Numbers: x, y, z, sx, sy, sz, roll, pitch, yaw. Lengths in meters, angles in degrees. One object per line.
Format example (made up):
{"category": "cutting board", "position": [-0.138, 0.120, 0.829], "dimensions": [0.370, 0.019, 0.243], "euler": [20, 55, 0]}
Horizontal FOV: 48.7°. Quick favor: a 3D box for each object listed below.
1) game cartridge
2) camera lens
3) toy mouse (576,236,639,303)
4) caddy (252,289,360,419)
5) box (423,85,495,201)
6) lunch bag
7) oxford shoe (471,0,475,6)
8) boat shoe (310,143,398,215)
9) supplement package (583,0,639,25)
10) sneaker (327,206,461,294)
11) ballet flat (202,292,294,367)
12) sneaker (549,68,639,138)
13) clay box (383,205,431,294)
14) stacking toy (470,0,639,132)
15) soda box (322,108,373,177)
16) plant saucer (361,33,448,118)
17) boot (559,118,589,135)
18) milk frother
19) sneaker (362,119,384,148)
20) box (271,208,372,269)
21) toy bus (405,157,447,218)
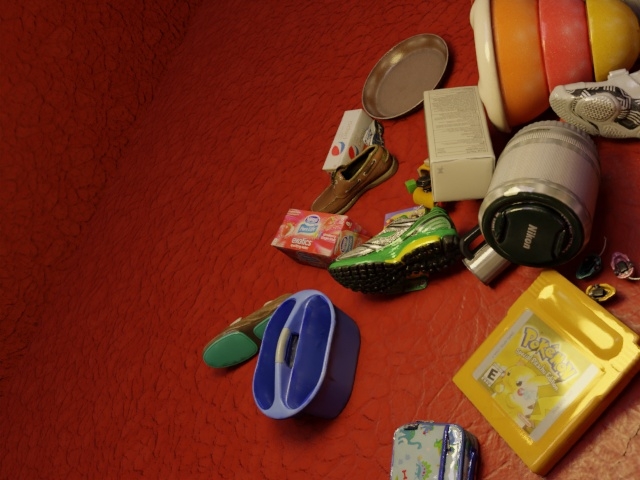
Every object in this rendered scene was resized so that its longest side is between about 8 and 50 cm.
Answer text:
{"category": "game cartridge", "position": [0.446, 0.248, 1.407], "dimensions": [0.323, 0.053, 0.285], "euler": [-54, 39, 11]}
{"category": "camera lens", "position": [0.464, -0.095, 1.482], "dimensions": [0.219, 0.219, 0.274], "euler": [-14, 33, 39]}
{"category": "toy mouse", "position": [0.583, 0.061, 1.441], "dimensions": [0.161, 0.031, 0.143], "euler": [-17, 52, 42]}
{"category": "caddy", "position": [-0.045, 0.293, 1.786], "dimensions": [0.241, 0.179, 0.341], "euler": [-13, 54, 40]}
{"category": "box", "position": [0.327, -0.237, 1.698], "dimensions": [0.148, 0.121, 0.311], "euler": [-3, 42, 9]}
{"category": "lunch bag", "position": [0.230, 0.483, 1.447], "dimensions": [0.176, 0.090, 0.218], "euler": [-8, 58, 38]}
{"category": "oxford shoe", "position": [0.547, -0.781, 2.048], "dimensions": [0.271, 0.097, 0.098], "euler": [-30, 39, 27]}
{"category": "boat shoe", "position": [0.075, -0.174, 2.064], "dimensions": [0.307, 0.104, 0.110], "euler": [-38, 42, 18]}
{"category": "supplement package", "position": [0.686, -0.613, 1.704], "dimensions": [0.203, 0.194, 0.149], "euler": [1, 63, 46]}
{"category": "sneaker", "position": [0.177, 0.027, 1.735], "dimensions": [0.344, 0.134, 0.146], "euler": [-19, 46, 21]}
{"category": "ballet flat", "position": [-0.192, 0.250, 2.033], "dimensions": [0.342, 0.116, 0.124], "euler": [-35, 23, 22]}
{"category": "sneaker", "position": [0.694, -0.330, 1.510], "dimensions": [0.366, 0.137, 0.210], "euler": [14, 69, 31]}
{"category": "clay box", "position": [0.219, 0.024, 1.817], "dimensions": [0.128, 0.053, 0.222], "euler": [-14, 53, 37]}
{"category": "stacking toy", "position": [0.612, -0.455, 1.649], "dimensions": [0.480, 0.350, 0.350], "euler": [-7, 56, 20]}
{"category": "soda box", "position": [0.086, -0.293, 2.169], "dimensions": [0.074, 0.069, 0.216], "euler": [1, 64, 46]}
{"category": "plant saucer", "position": [0.263, -0.488, 2.151], "dimensions": [0.311, 0.050, 0.310], "euler": [-25, 47, 30]}
{"category": "boot", "position": [0.582, -0.252, 1.634], "dimensions": [0.059, 0.085, 0.157], "euler": [-32, 42, 27]}
{"category": "milk frother", "position": [0.391, 0.011, 1.639], "dimensions": [0.135, 0.129, 0.143], "euler": [-43, -3, 12]}
{"category": "sneaker", "position": [0.157, -0.299, 2.126], "dimensions": [0.058, 0.052, 0.135], "euler": [-33, 35, 38]}
{"category": "box", "position": [0.000, 0.000, 1.998], "dimensions": [0.257, 0.123, 0.128], "euler": [10, 69, 48]}
{"category": "toy bus", "position": [0.299, -0.163, 1.797], "dimensions": [0.191, 0.104, 0.202], "euler": [-15, 34, 16]}
